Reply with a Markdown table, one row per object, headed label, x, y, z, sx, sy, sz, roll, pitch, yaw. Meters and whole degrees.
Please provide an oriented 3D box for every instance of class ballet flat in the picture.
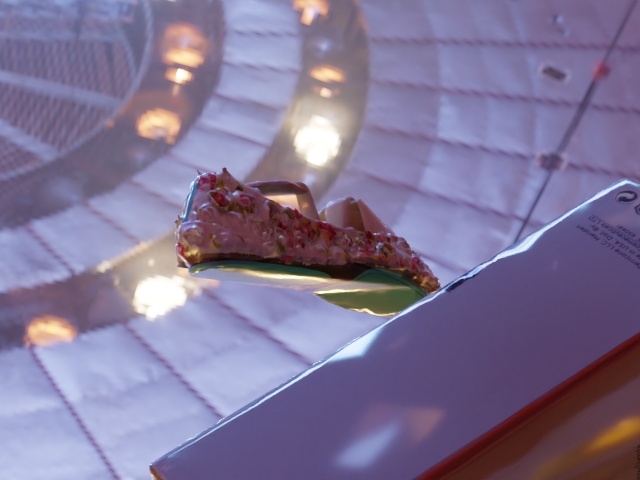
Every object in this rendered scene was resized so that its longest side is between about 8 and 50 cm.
| label | x | y | z | sx | sy | sz | roll | pitch | yaw |
| --- | --- | --- | --- | --- | --- | --- | --- | --- | --- |
| ballet flat | 0.000 | 0.000 | 1.068 | 0.241 | 0.091 | 0.077 | 15 | -114 | -45 |

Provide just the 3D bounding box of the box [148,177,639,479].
| label | x | y | z | sx | sy | sz | roll | pitch | yaw |
| --- | --- | --- | --- | --- | --- | --- | --- | --- | --- |
| box | 0.069 | 0.090 | 0.689 | 0.275 | 0.113 | 0.094 | -28 | -138 | -21 |
